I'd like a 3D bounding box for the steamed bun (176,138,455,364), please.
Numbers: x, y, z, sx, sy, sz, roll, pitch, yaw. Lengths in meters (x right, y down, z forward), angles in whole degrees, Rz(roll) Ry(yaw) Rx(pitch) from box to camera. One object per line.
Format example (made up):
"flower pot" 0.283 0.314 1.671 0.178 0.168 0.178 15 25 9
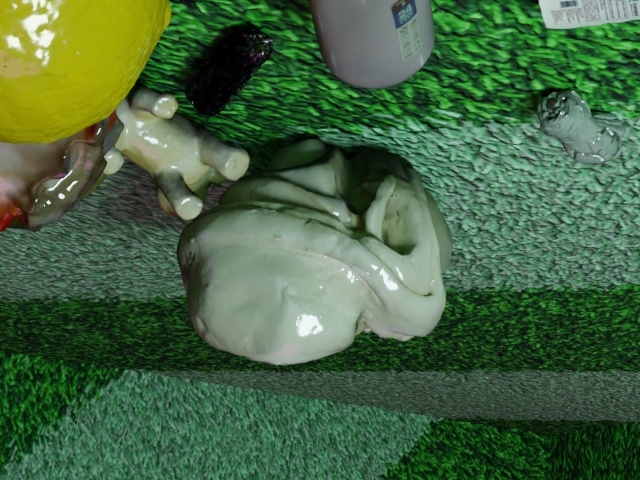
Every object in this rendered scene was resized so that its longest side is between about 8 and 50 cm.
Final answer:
"steamed bun" 0.000 0.000 1.281 0.352 0.247 0.339 -3 -170 -5

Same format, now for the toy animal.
"toy animal" -0.180 -0.101 1.210 0.168 0.121 0.233 40 -178 42

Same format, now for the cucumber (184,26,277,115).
"cucumber" -0.093 -0.177 1.095 0.053 0.053 0.181 13 159 -25

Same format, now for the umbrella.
"umbrella" 0.292 -0.123 1.161 0.143 0.062 0.067 22 124 -41

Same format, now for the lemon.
"lemon" -0.234 -0.189 0.797 0.233 0.234 0.288 2 174 6

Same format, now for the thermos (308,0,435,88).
"thermos" 0.050 -0.227 0.856 0.137 0.105 0.193 -23 153 -1

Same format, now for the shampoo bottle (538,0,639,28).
"shampoo bottle" 0.265 -0.217 0.891 0.152 0.045 0.077 -1 159 23

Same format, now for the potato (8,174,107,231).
"potato" -0.389 -0.074 1.381 0.271 0.111 0.160 -13 157 44

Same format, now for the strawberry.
"strawberry" -0.359 -0.159 1.026 0.336 0.265 0.149 30 -160 -11
